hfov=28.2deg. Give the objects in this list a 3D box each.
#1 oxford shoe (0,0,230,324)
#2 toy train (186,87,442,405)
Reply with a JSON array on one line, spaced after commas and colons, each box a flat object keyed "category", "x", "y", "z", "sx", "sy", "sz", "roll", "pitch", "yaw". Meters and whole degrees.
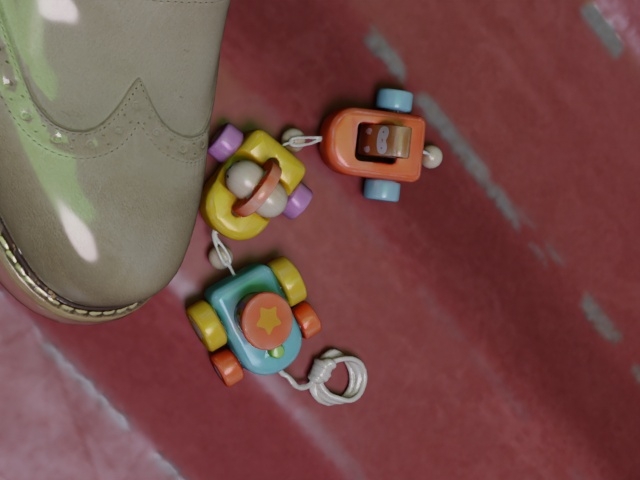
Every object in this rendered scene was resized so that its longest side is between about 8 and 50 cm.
[{"category": "oxford shoe", "x": -0.084, "y": -0.158, "z": 0.521, "sx": 0.140, "sy": 0.146, "sz": 0.397, "roll": -8, "pitch": 99, "yaw": -44}, {"category": "toy train", "x": 0.000, "y": 0.000, "z": 0.630, "sx": 0.125, "sy": 0.046, "sz": 0.166, "roll": 11, "pitch": 90, "yaw": -19}]
